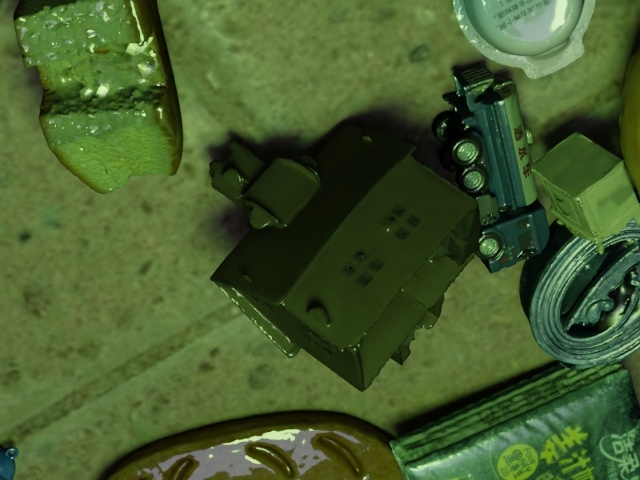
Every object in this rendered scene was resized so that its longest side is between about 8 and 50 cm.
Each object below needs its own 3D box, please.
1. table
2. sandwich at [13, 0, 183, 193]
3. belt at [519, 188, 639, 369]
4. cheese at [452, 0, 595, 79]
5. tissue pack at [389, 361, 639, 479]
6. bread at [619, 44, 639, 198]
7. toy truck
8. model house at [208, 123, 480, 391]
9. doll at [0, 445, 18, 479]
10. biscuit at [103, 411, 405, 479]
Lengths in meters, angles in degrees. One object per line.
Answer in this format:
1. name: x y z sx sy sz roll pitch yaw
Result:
1. table: 0.258 -0.045 1.861 0.062 0.079 0.083 -37 130 -9
2. sandwich: -0.192 -0.137 1.780 0.122 0.128 0.235 -10 118 8
3. belt: 0.285 0.042 1.953 0.141 0.082 0.190 36 107 -16
4. cheese: 0.176 -0.260 1.799 0.135 0.052 0.244 -27 116 5
5. tissue pack: 0.222 0.244 2.031 0.257 0.081 0.185 -23 120 -5
6. bread: 0.439 -0.117 1.844 0.333 0.160 0.333 -2 117 -4
7. toy truck: 0.167 -0.073 1.890 0.088 0.074 0.201 -19 118 -7
8. model house: 0.000 0.000 1.855 0.243 0.204 0.211 35 71 17
9. doll: -0.365 0.263 2.009 0.143 0.057 0.099 -43 113 9
10. biscuit: -0.066 0.332 2.077 0.367 0.063 0.314 -12 117 -1
